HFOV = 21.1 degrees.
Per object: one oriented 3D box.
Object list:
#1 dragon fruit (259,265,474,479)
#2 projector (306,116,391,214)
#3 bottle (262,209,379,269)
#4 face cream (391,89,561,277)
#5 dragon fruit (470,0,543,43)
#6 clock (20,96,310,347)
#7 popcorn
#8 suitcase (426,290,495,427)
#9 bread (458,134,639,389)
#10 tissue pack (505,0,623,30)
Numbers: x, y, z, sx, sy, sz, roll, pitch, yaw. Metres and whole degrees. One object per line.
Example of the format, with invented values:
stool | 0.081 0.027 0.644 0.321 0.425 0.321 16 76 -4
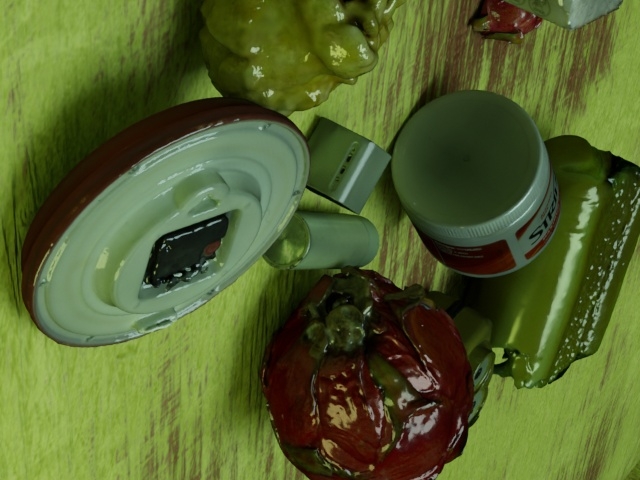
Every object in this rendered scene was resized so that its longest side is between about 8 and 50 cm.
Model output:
dragon fruit | 0.063 0.186 2.162 0.277 0.277 0.342 -57 153 -10
projector | 0.023 -0.087 2.018 0.082 0.083 0.083 -61 156 -1
bottle | 0.000 0.000 2.080 0.201 0.072 0.072 3 113 -64
face cream | 0.208 -0.071 2.260 0.201 0.201 0.187 -57 155 -11
dragon fruit | 0.264 -0.311 2.282 0.126 0.068 0.112 -4 117 -63
clock | -0.142 -0.007 1.655 0.318 0.080 0.318 -29 154 -16
popcorn | -0.008 -0.215 1.682 0.226 0.203 0.200 -7 113 -41
suitcase | 0.159 0.209 2.532 0.235 0.143 0.194 -43 150 -37
bread | 0.356 0.018 2.640 0.251 0.208 0.376 -7 122 -53
tissue pack | 0.158 -0.360 1.729 0.238 0.306 0.238 -42 149 -33
